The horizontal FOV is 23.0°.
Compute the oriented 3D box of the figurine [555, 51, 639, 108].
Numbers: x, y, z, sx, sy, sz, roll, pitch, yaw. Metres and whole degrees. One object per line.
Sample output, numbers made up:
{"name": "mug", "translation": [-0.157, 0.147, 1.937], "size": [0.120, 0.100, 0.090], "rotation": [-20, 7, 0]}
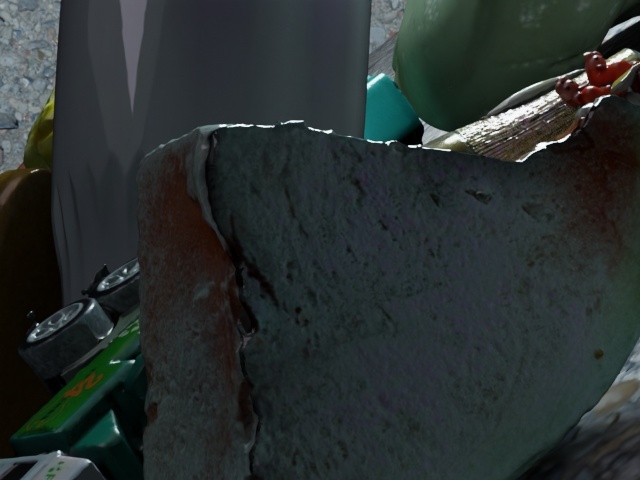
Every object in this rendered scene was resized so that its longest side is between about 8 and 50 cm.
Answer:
{"name": "figurine", "translation": [0.227, -0.096, 1.027], "size": [0.068, 0.075, 0.140], "rotation": [-41, 19, -31]}

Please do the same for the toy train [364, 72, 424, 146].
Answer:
{"name": "toy train", "translation": [0.021, -0.061, 1.426], "size": [0.198, 0.154, 0.107], "rotation": [-30, 8, 47]}

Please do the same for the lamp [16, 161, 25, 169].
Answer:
{"name": "lamp", "translation": [-0.267, 0.038, 1.808], "size": [0.305, 0.240, 0.305], "rotation": [-32, -40, -32]}

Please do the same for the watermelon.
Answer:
{"name": "watermelon", "translation": [0.000, 0.000, 0.762], "size": [0.320, 0.213, 0.289], "rotation": [-42, 34, -8]}

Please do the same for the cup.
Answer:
{"name": "cup", "translation": [-0.089, -0.095, 1.238], "size": [0.253, 0.253, 0.371], "rotation": [-27, 54, 51]}

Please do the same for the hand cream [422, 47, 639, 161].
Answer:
{"name": "hand cream", "translation": [0.168, -0.080, 1.196], "size": [0.203, 0.084, 0.084], "rotation": [-32, 8, -1]}

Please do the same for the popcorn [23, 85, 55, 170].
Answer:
{"name": "popcorn", "translation": [-0.165, -0.068, 1.581], "size": [0.225, 0.276, 0.276], "rotation": [-38, 8, -2]}

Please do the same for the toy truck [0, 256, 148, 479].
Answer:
{"name": "toy truck", "translation": [-0.103, 0.124, 0.913], "size": [0.178, 0.176, 0.363], "rotation": [-14, 23, 49]}

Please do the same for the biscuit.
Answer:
{"name": "biscuit", "translation": [-0.219, 0.071, 1.322], "size": [0.057, 0.287, 0.344], "rotation": [7, 41, 37]}

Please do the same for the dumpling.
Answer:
{"name": "dumpling", "translation": [0.182, -0.226, 1.444], "size": [0.270, 0.212, 0.320], "rotation": [-36, 19, -5]}
